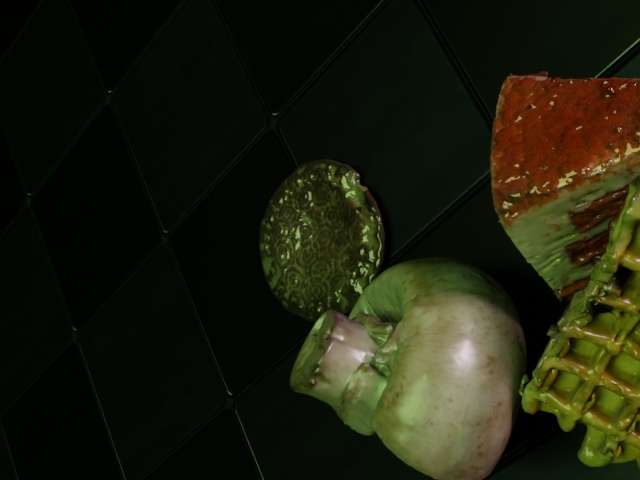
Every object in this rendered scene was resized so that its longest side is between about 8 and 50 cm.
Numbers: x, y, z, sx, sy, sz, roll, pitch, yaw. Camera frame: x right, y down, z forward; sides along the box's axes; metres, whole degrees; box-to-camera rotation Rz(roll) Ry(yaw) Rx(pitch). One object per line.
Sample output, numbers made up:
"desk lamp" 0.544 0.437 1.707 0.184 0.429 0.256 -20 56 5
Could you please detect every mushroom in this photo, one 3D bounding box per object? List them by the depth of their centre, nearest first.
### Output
"mushroom" 0.090 0.101 1.023 0.189 0.195 0.253 -65 15 -3

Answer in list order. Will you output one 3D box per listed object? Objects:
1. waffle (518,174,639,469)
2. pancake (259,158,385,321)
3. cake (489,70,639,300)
"waffle" 0.291 0.068 0.858 0.309 0.065 0.283 -19 111 29
"pancake" -0.001 0.000 1.253 0.199 0.021 0.199 -4 84 44
"cake" 0.264 -0.040 0.876 0.262 0.158 0.160 6 65 44
